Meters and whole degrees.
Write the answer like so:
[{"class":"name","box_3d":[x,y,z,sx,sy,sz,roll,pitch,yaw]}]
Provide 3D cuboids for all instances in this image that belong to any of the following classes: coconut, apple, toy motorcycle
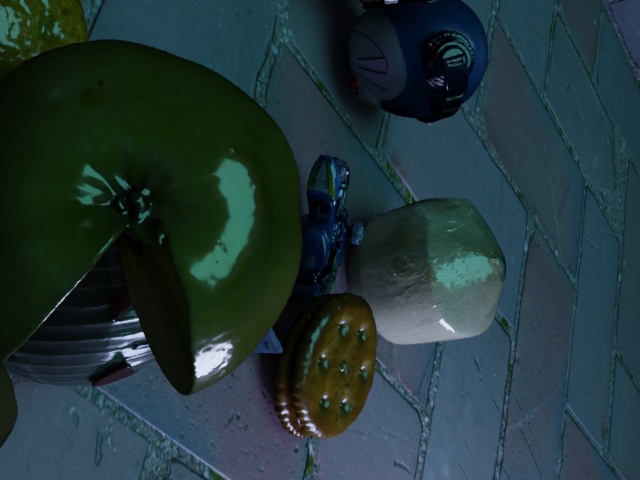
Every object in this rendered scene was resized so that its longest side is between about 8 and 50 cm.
[{"class":"coconut","box_3d":[0.186,0.047,1.737,0.245,0.247,0.244,21,65,-55]},{"class":"apple","box_3d":[-0.153,-0.012,0.837,0.292,0.254,0.291,2,84,-16]},{"class":"toy motorcycle","box_3d":[0.000,0.000,1.570,0.135,0.092,0.254,-19,120,-71]}]

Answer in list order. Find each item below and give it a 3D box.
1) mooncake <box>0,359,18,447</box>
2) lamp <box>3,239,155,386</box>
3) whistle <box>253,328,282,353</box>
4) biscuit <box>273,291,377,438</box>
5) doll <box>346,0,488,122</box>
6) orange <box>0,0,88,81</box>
[{"class":"mooncake","box_3d":[-0.370,0.105,0.768,0.155,0.284,0.284,-58,132,-36]},{"class":"lamp","box_3d":[-0.233,0.036,1.069,0.265,0.233,0.233,-40,118,-62]},{"class":"whistle","box_3d":[-0.132,0.031,1.395,0.304,0.062,0.062,65,35,-28]},{"class":"biscuit","box_3d":[0.011,0.179,1.552,0.220,0.066,0.220,-25,120,-53]},{"class":"doll","box_3d":[0.148,-0.344,1.765,0.240,0.284,0.309,-18,108,-16]},{"class":"orange","box_3d":[-0.323,-0.175,0.959,0.236,0.236,0.236,18,69,-57]}]
